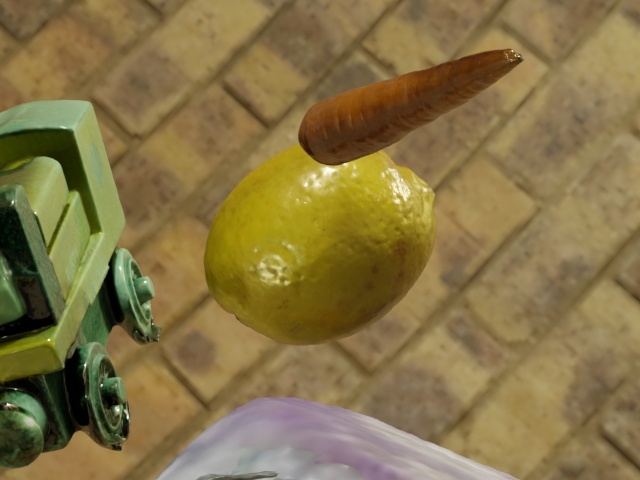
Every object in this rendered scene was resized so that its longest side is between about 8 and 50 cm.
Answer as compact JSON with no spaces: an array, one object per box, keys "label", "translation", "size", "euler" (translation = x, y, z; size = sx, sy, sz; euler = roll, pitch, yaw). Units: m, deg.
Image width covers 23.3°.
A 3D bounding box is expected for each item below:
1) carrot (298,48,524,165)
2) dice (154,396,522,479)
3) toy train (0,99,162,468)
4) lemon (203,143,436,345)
[{"label":"carrot","translation":[0.055,-0.086,0.967],"size":[0.048,0.048,0.216],"euler":[-32,9,-36]},{"label":"dice","translation":[0.042,0.238,0.684],"size":[0.270,0.270,0.271],"euler":[-66,-24,0]},{"label":"toy train","translation":[-0.257,0.036,1.387],"size":[0.160,0.253,0.397],"euler":[-11,21,7]},{"label":"lemon","translation":[0.000,0.000,1.343],"size":[0.207,0.170,0.170],"euler":[-39,-20,0]}]
